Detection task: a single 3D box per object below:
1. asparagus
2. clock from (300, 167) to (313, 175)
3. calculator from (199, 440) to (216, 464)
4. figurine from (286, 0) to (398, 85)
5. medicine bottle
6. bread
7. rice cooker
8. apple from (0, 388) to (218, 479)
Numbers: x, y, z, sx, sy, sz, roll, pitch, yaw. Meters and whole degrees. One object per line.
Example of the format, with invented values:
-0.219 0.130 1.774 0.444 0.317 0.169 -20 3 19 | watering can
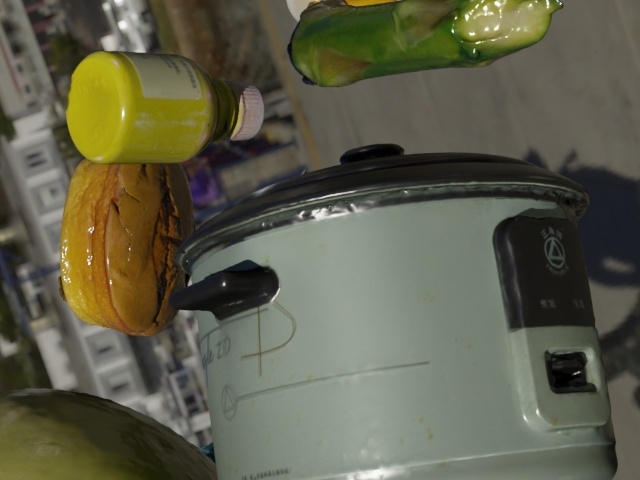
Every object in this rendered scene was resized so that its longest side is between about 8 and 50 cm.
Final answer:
0.077 -0.184 1.276 0.343 0.085 0.082 7 112 54 | asparagus
0.000 0.000 1.937 0.147 0.071 0.192 38 -153 -10 | clock
-0.162 0.285 1.260 0.054 0.386 0.256 54 161 -8 | calculator
0.049 -0.290 1.964 0.166 0.250 0.141 67 -145 -40 | figurine
-0.163 -0.145 1.562 0.122 0.212 0.122 4 96 47 | medicine bottle
-0.262 -0.002 1.963 0.195 0.142 0.270 13 -104 -60 | bread
0.045 0.056 0.806 0.241 0.280 0.227 -22 71 48 | rice cooker
-0.164 0.240 0.877 0.292 0.254 0.292 -163 90 -81 | apple
